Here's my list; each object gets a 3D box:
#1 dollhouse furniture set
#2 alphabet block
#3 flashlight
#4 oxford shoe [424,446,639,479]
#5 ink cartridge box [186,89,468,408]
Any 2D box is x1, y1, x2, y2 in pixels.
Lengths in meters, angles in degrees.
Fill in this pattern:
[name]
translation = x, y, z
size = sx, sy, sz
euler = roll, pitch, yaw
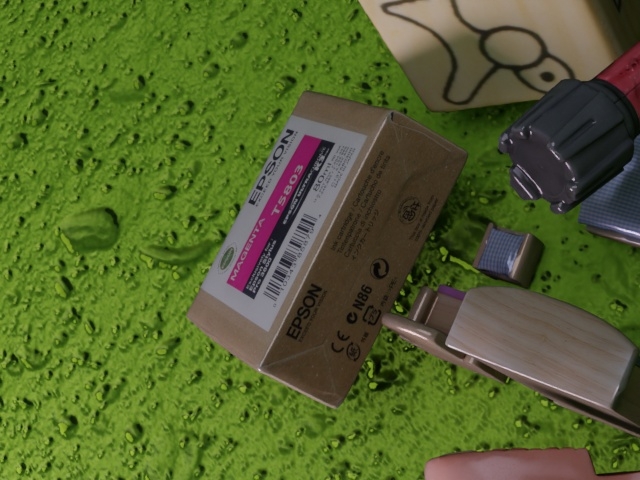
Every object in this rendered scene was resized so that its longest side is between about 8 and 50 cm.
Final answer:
[dollhouse furniture set]
translation = 0.213, -0.029, 1.168
size = 0.286, 0.198, 0.303
euler = 20, 83, 37
[alphabet block]
translation = 0.146, -0.242, 1.259
size = 0.192, 0.197, 0.193
euler = -3, 56, 28
[flashlight]
translation = 0.266, -0.141, 1.125
size = 0.304, 0.103, 0.103
euler = -38, 37, -18
[oxford shoe]
translation = 0.269, 0.225, 1.093
size = 0.396, 0.140, 0.147
euler = -2, 75, 19
[ink cartridge box]
translation = 0.000, 0.000, 1.302
size = 0.235, 0.088, 0.193
euler = -63, 25, -2
